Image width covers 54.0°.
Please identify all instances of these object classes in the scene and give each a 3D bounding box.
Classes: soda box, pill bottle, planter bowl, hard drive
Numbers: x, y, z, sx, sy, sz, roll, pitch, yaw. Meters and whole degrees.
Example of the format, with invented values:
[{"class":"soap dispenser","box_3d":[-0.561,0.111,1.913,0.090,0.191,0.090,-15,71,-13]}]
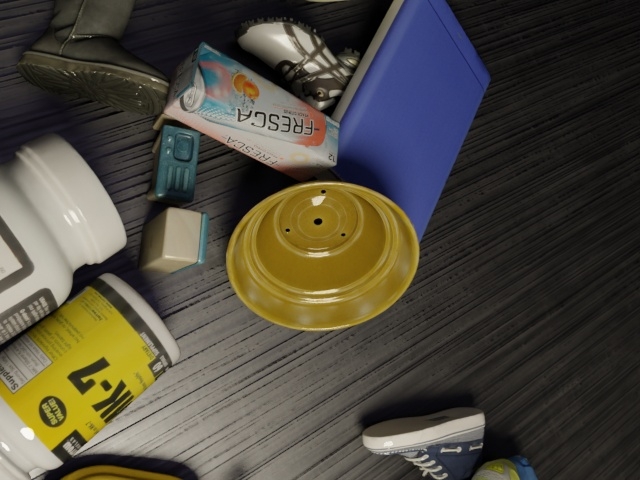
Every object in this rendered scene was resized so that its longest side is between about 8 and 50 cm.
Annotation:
[{"class":"soda box","box_3d":[-0.066,-0.128,0.660,0.183,0.063,0.058,23,60,-34]},{"class":"pill bottle","box_3d":[-0.328,0.025,0.556,0.278,0.162,0.162,-37,99,-27]},{"class":"planter bowl","box_3d":[0.000,0.000,0.740,0.217,0.217,0.090,24,31,-22]},{"class":"pill bottle","box_3d":[-0.250,0.138,0.601,0.208,0.119,0.119,-42,102,-25]},{"class":"hard drive","box_3d":[0.120,-0.166,0.843,0.210,0.040,0.318,43,65,-37]}]

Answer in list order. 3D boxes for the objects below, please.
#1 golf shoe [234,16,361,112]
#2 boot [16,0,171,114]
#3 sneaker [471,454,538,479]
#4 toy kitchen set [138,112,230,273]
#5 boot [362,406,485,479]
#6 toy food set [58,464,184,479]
[{"class":"golf shoe","box_3d":[-0.018,-0.211,0.795,0.198,0.077,0.093,16,76,-23]},{"class":"boot","box_3d":[-0.215,-0.252,0.683,0.190,0.076,0.208,17,69,3]},{"class":"sneaker","box_3d":[0.258,0.399,0.836,0.126,0.091,0.240,-11,105,-47]},{"class":"toy kitchen set","box_3d":[-0.100,-0.065,0.705,0.166,0.122,0.207,8,79,-26]},{"class":"boot","box_3d":[0.139,0.272,0.806,0.190,0.069,0.086,-1,88,-29]},{"class":"toy food set","box_3d":[-0.178,0.308,0.630,0.218,0.071,0.128,17,38,-14]}]
